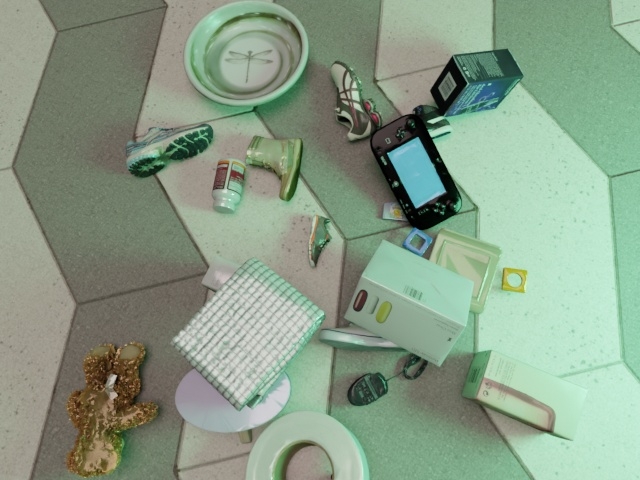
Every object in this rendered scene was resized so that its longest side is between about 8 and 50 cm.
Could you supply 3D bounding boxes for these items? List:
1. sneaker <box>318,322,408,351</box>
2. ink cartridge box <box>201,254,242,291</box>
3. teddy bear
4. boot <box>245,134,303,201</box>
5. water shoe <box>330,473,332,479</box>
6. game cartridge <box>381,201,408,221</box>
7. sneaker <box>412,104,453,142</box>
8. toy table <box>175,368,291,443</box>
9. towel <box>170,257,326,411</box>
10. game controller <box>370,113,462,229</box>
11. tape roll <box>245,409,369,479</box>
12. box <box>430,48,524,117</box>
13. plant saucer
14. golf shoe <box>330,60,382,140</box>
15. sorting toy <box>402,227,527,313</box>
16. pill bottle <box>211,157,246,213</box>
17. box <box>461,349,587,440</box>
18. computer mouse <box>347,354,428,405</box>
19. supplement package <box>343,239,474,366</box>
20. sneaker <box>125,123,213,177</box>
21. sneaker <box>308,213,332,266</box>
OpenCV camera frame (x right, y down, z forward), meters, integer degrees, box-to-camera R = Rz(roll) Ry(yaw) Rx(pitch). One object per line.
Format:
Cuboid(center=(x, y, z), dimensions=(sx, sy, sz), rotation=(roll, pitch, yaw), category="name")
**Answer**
Cuboid(center=(0.124, 0.243, 1.212), dimensions=(0.258, 0.094, 0.091), rotation=(5, 64, -5), category="sneaker")
Cuboid(center=(-0.191, 0.132, 1.221), dimensions=(0.212, 0.154, 0.093), rotation=(20, 75, 9), category="ink cartridge box")
Cuboid(center=(-0.550, 0.430, 1.190), dimensions=(0.245, 0.113, 0.338), rotation=(-16, 65, -9), category="teddy bear")
Cuboid(center=(-0.147, -0.220, 1.367), dimensions=(0.165, 0.077, 0.213), rotation=(7, 69, 5), category="boot")
Cuboid(center=(0.025, 0.669, 1.100), dimensions=(0.080, 0.073, 0.203), rotation=(18, 68, 27), category="water shoe")
Cuboid(center=(0.224, -0.085, 1.336), dimensions=(0.083, 0.017, 0.056), rotation=(6, 70, 5), category="game cartridge")
Cuboid(center=(0.281, -0.344, 1.385), dimensions=(0.217, 0.079, 0.121), rotation=(-16, 69, -10), category="sneaker")
Cuboid(center=(-0.203, 0.384, 1.143), dimensions=(0.274, 0.161, 0.252), rotation=(4, 74, 5), category="toy table")
Cuboid(center=(-0.159, 0.215, 1.053), dimensions=(0.235, 0.121, 0.283), rotation=(38, 76, 11), category="towel")
Cuboid(center=(0.271, -0.192, 1.292), dimensions=(0.166, 0.067, 0.319), rotation=(-29, 95, -8), category="game controller")
Cuboid(center=(-0.031, 0.557, 1.074), dimensions=(0.286, 0.100, 0.286), rotation=(-7, 60, 12), category="tape roll")
Cuboid(center=(0.458, -0.464, 1.340), dimensions=(0.207, 0.153, 0.108), rotation=(-14, 71, -18), category="box")
Cuboid(center=(-0.234, -0.587, 1.471), dimensions=(0.401, 0.100, 0.400), rotation=(-1, 73, 4), category="plant saucer")
Cuboid(center=(0.084, -0.438, 1.409), dimensions=(0.120, 0.105, 0.272), rotation=(-29, 73, 2), category="golf shoe")
Cuboid(center=(0.388, 0.085, 1.260), dimensions=(0.348, 0.047, 0.196), rotation=(20, 81, 11), category="sorting toy")
Cuboid(center=(-0.275, -0.161, 1.351), dimensions=(0.086, 0.086, 0.152), rotation=(6, 73, 5), category="pill bottle")
Cuboid(center=(0.490, 0.373, 1.112), dimensions=(0.232, 0.148, 0.126), rotation=(22, 76, 10), category="box")
Cuboid(center=(0.179, 0.361, 1.196), dimensions=(0.242, 0.041, 0.071), rotation=(-23, 82, -11), category="computer mouse")
Cuboid(center=(0.226, 0.150, 1.149), dimensions=(0.262, 0.145, 0.204), rotation=(25, 33, 11), category="supplement package")
Cuboid(center=(-0.473, -0.311, 1.398), dimensions=(0.283, 0.110, 0.122), rotation=(-24, 70, -4), category="sneaker")
Cuboid(center=(0.000, 0.000, 1.302), dimensions=(0.065, 0.061, 0.157), rotation=(7, 74, -1), category="sneaker")
